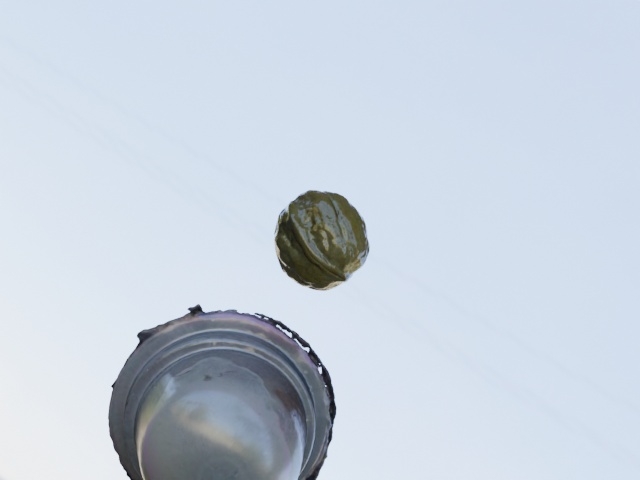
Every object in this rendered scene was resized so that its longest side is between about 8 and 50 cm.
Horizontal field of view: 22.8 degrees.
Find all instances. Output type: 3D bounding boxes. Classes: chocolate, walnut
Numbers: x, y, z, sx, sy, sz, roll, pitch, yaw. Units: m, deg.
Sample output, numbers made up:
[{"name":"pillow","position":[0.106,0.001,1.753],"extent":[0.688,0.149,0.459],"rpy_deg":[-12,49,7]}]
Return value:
[{"name":"chocolate","position":[-0.088,0.179,1.343],"extent":[0.221,0.221,0.147],"rpy_deg":[44,17,-14]},{"name":"walnut","position":[0.000,0.000,1.377],"extent":[0.092,0.092,0.092],"rpy_deg":[36,-16,12]}]
